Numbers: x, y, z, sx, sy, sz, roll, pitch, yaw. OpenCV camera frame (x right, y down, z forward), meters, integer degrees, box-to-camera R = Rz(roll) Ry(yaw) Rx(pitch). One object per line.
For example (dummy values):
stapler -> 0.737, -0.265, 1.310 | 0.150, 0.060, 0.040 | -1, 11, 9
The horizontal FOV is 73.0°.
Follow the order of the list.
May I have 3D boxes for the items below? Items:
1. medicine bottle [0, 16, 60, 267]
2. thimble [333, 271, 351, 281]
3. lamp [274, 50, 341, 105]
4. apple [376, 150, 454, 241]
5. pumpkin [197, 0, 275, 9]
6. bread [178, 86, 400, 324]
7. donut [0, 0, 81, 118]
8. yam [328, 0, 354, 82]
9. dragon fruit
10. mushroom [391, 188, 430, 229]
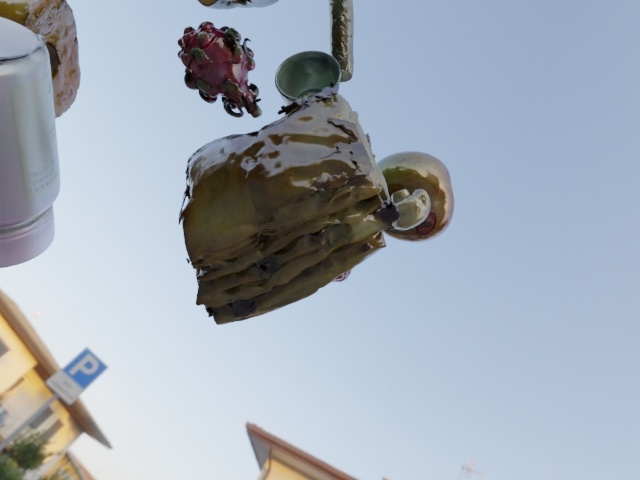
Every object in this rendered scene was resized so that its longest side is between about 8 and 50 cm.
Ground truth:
medicine bottle -> -0.545, -0.150, 0.696 | 0.213, 0.213, 0.379 | 29, -53, 11
thimble -> -0.002, 0.002, 0.886 | 0.124, 0.163, 0.189 | 1, -12, 13
lamp -> -0.023, -0.307, 1.032 | 0.227, 0.172, 0.147 | 77, -9, -64
apple -> 0.318, -0.155, 1.593 | 0.304, 0.339, 0.339 | -2, -51, -3
pumpkin -> -0.209, -0.784, 1.207 | 0.324, 0.232, 0.242 | 17, -56, 38
bread -> -0.074, -0.059, 0.622 | 0.324, 0.278, 0.167 | -30, -37, 19
donut -> -0.642, -0.416, 0.968 | 0.108, 0.278, 0.278 | 18, -44, -7
yam -> 0.063, -0.660, 1.311 | 0.083, 0.083, 0.372 | -15, -108, 41
dragon fruit -> -0.287, -0.488, 1.256 | 0.198, 0.218, 0.273 | 27, -38, 40
mushroom -> 0.253, -0.091, 1.258 | 0.148, 0.148, 0.112 | -31, -100, 45
